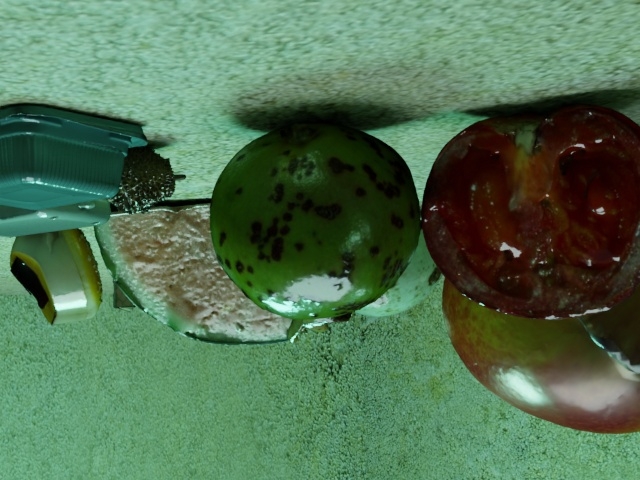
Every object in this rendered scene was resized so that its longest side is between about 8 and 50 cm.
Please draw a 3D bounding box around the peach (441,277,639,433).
[{"bbox_3d":[0.327,0.066,1.254,0.370,0.370,0.370,-2,174,0],"label":"peach"}]

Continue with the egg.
[{"bbox_3d":[0.116,0.037,1.744,0.231,0.169,0.169,-14,-179,-31],"label":"egg"}]

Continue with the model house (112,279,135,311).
[{"bbox_3d":[-0.263,0.072,1.929,0.244,0.169,0.326,4,173,-32],"label":"model house"}]

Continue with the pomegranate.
[{"bbox_3d":[0.000,0.000,1.036,0.211,0.263,0.211,-7,-144,5],"label":"pomegranate"}]

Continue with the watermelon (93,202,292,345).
[{"bbox_3d":[-0.165,0.059,1.621,0.292,0.222,0.319,-7,174,5],"label":"watermelon"}]

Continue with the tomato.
[{"bbox_3d":[0.227,-0.031,1.032,0.233,0.200,0.139,-3,-172,23],"label":"tomato"}]

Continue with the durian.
[{"bbox_3d":[-0.187,-0.063,1.105,0.091,0.080,0.080,-4,174,-12],"label":"durian"}]

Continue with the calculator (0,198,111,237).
[{"bbox_3d":[-0.394,-0.036,1.399,0.246,0.045,0.141,-6,173,32],"label":"calculator"}]

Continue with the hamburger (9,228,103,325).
[{"bbox_3d":[-0.391,0.040,1.575,0.116,0.173,0.210,-34,175,-23],"label":"hamburger"}]

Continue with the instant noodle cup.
[{"bbox_3d":[-0.274,-0.074,0.998,0.179,0.070,0.157,-6,172,36],"label":"instant noodle cup"}]
